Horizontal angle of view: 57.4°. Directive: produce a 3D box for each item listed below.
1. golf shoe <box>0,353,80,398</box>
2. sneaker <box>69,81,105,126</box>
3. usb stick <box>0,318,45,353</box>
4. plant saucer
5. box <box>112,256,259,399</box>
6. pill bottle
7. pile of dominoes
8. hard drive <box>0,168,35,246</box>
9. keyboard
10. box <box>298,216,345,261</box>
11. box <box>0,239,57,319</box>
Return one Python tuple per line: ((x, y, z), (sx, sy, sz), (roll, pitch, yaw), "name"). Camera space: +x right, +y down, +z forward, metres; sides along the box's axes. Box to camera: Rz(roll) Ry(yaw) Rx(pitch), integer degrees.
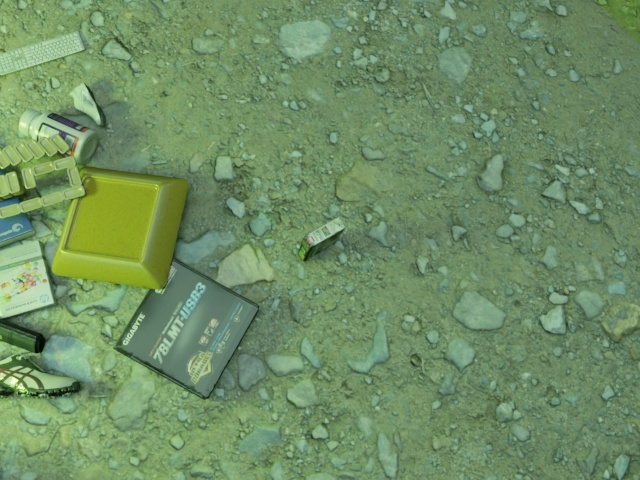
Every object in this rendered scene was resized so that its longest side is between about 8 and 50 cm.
((-0.770, 0.355, 1.533), (0.272, 0.105, 0.120), (4, 70, -7), "golf shoe")
((-0.692, -0.396, 1.741), (0.061, 0.054, 0.152), (-32, 77, -4), "sneaker")
((-0.872, 0.232, 1.561), (0.278, 0.077, 0.045), (21, 51, -2), "usb stick")
((-0.566, -0.052, 1.625), (0.332, 0.081, 0.333), (7, 74, 5), "plant saucer")
((-0.367, 0.242, 1.625), (0.293, 0.073, 0.296), (30, 75, 0), "box")
((-0.753, -0.303, 1.679), (0.193, 0.108, 0.108), (24, 75, -1), "pill bottle")
((-0.792, -0.178, 1.615), (0.251, 0.040, 0.196), (-17, 84, -7), "pile of dominoes")
((-0.967, -0.120, 1.621), (0.210, 0.040, 0.319), (-26, 81, -28), "hard drive")
((-0.852, -0.569, 1.776), (0.256, 0.014, 0.072), (-22, 81, -12), "keyboard")
((0.000, 0.000, 1.654), (0.114, 0.207, 0.036), (-30, 83, -13), "box")
((-0.825, 0.109, 1.613), (0.145, 0.038, 0.186), (-16, 81, -10), "box")
